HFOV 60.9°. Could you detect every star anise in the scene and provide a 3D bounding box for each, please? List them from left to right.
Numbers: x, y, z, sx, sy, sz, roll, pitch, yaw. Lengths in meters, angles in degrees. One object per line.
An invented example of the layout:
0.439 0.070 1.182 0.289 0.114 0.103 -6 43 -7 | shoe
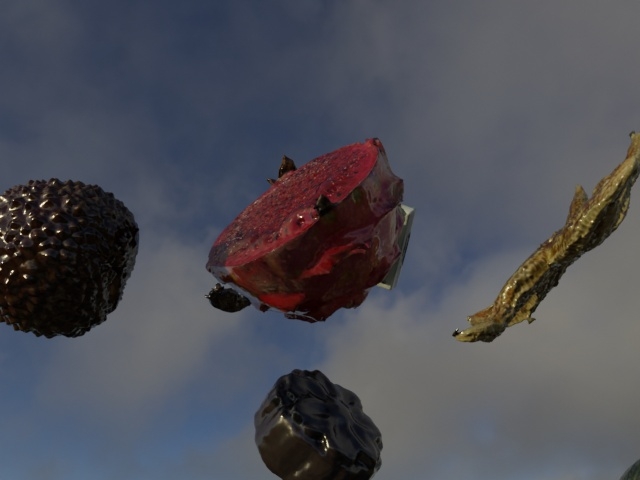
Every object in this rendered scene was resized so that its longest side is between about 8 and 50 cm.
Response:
-0.105 -0.148 1.749 0.111 0.196 0.212 8 -59 -26 | star anise

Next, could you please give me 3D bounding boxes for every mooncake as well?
0.005 0.394 1.136 0.283 0.283 0.141 24 -69 -31 | mooncake

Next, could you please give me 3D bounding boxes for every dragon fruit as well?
0.000 0.000 0.992 0.386 0.371 0.249 -37 -68 -8 | dragon fruit

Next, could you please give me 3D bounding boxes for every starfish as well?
0.215 0.000 0.486 0.277 0.062 0.236 -33 -25 -35 | starfish

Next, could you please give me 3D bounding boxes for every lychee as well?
-0.432 0.022 0.869 0.267 0.267 0.267 0 -35 0 | lychee

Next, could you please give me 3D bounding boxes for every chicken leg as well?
-0.265 0.187 1.754 0.253 0.051 0.106 8 -50 -46 | chicken leg

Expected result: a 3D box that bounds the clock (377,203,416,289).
0.137 0.000 1.610 0.231 0.116 0.262 21 -63 22 | clock

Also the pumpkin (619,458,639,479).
0.545 0.476 0.757 0.257 0.327 0.291 17 -17 11 | pumpkin
